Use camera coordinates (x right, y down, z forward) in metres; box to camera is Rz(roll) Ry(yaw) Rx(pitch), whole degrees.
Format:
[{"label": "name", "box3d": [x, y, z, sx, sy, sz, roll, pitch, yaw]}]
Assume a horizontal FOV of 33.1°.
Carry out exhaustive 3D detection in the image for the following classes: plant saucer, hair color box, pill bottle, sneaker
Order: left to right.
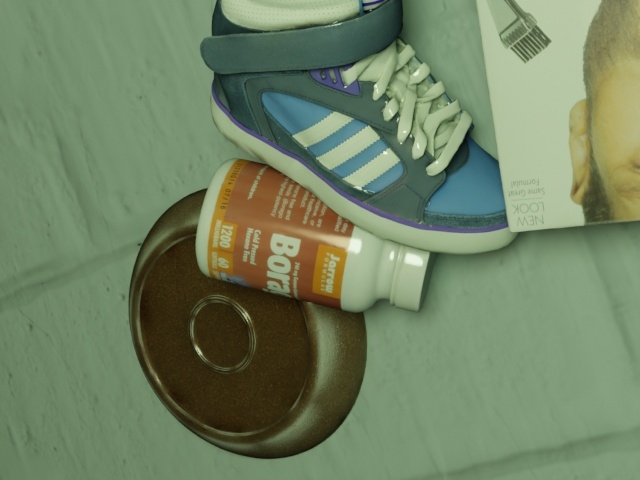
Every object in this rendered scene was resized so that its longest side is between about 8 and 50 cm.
[{"label": "plant saucer", "box3d": [-0.096, 0.097, 1.169, 0.310, 0.050, 0.311, 7, 105, 28]}, {"label": "pill bottle", "box3d": [0.000, 0.000, 1.029, 0.216, 0.121, 0.121, 13, 108, 10]}, {"label": "sneaker", "box3d": [0.054, -0.141, 0.914, 0.322, 0.130, 0.236, 27, 138, 9]}, {"label": "hair color box", "box3d": [0.231, -0.186, 0.876, 0.185, 0.110, 0.339, -5, 100, 30]}]
